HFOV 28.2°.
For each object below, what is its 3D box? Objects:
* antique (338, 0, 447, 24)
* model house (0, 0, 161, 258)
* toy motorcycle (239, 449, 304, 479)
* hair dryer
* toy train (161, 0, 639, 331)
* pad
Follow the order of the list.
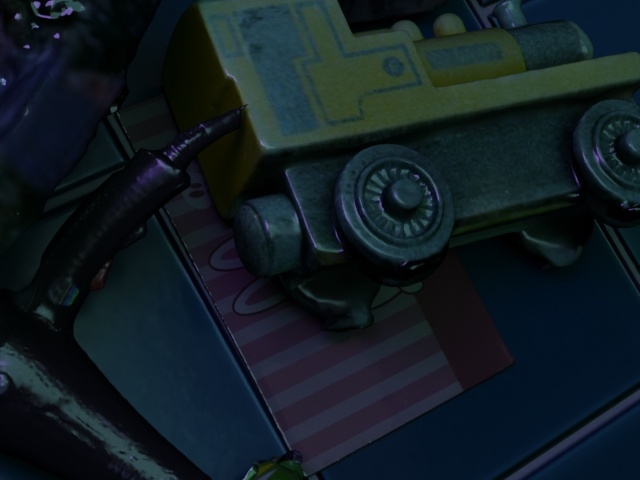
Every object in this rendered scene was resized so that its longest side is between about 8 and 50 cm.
[{"bbox_3d":[0.026,-0.225,0.978,0.183,0.086,0.088,-13,65,-23],"label":"antique"},{"bbox_3d":[-0.278,-0.146,0.718,0.284,0.243,0.298,44,52,-29],"label":"model house"},{"bbox_3d":[-0.056,0.207,0.804,0.074,0.106,0.190,37,62,-5],"label":"toy motorcycle"},{"bbox_3d":[-0.116,0.030,0.796,0.235,0.091,0.272,35,91,2],"label":"hair dryer"},{"bbox_3d":[0.090,-0.082,0.935,0.368,0.150,0.237,-13,72,-26],"label":"toy train"},{"bbox_3d":[0.000,0.000,0.949,0.202,0.005,0.300,-24,83,-26],"label":"pad"}]
